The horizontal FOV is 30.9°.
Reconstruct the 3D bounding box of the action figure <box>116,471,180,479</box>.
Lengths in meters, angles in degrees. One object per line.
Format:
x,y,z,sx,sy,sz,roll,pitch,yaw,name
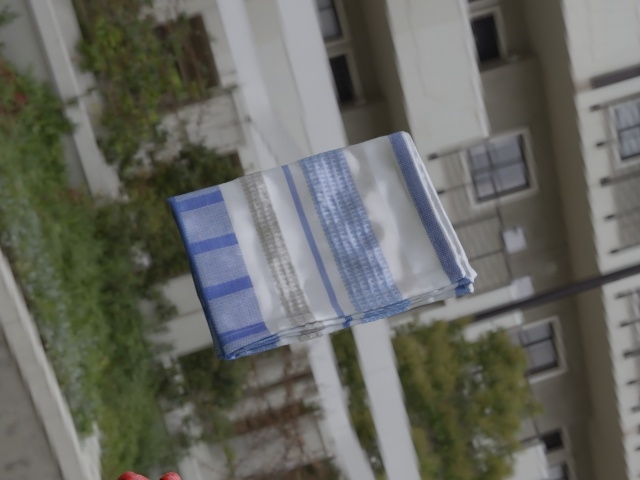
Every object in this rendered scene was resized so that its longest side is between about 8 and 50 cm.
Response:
-0.280,0.371,1.375,0.091,0.280,0.139,42,-39,24,action figure

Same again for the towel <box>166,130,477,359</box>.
0.000,0.000,1.231,0.034,0.285,0.209,94,-22,-63,towel
